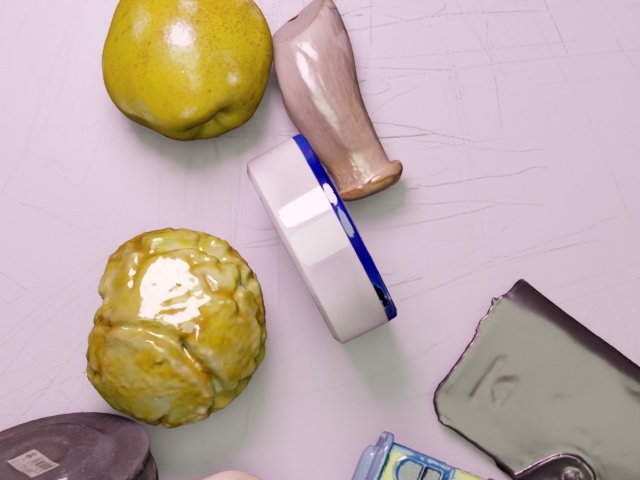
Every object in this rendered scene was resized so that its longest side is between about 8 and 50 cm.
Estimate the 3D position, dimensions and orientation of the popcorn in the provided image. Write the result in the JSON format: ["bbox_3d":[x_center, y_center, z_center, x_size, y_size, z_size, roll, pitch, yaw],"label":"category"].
[{"bbox_3d":[-0.160,0.097,1.695,0.204,0.184,0.221,26,84,-5],"label":"popcorn"}]

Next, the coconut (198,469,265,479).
[{"bbox_3d":[-0.083,0.341,1.672,0.162,0.161,0.161,31,84,40],"label":"coconut"}]

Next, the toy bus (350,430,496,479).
[{"bbox_3d":[0.089,0.386,1.684,0.190,0.152,0.312,22,84,0],"label":"toy bus"}]

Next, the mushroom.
[{"bbox_3d":[0.008,-0.162,1.763,0.096,0.108,0.247,-26,82,31],"label":"mushroom"}]

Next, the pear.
[{"bbox_3d":[-0.150,-0.208,1.724,0.198,0.198,0.198,0,85,-1],"label":"pear"}]

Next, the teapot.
[{"bbox_3d":[-0.320,0.344,1.643,0.321,0.239,0.239,-14,109,-10],"label":"teapot"}]

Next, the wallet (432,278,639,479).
[{"bbox_3d":[0.316,0.224,1.754,0.377,0.051,0.197,37,88,4],"label":"wallet"}]

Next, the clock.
[{"bbox_3d":[0.000,0.000,1.679,0.083,0.230,0.230,-30,86,0],"label":"clock"}]
